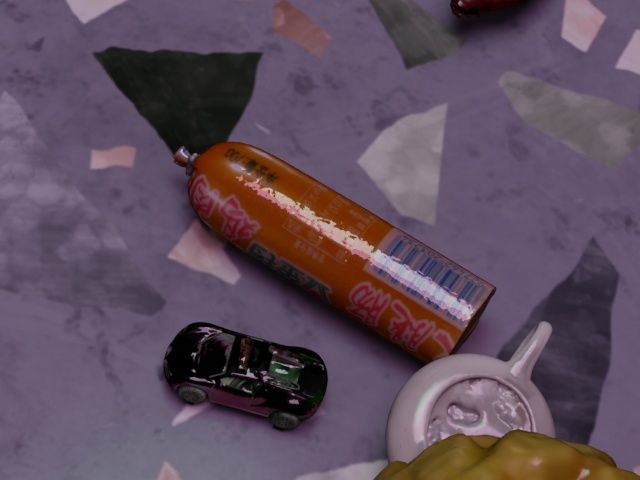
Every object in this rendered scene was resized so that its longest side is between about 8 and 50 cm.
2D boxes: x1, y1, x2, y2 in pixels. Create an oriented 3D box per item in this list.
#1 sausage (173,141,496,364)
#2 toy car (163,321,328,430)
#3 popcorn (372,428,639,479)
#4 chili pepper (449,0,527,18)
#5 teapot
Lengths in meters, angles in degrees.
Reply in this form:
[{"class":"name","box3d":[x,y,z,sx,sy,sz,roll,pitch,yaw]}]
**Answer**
[{"class":"sausage","box3d":[0.000,0.000,1.570,0.312,0.093,0.093,31,60,10]},{"class":"toy car","box3d":[-0.064,0.111,1.517,0.142,0.055,0.069,15,56,-1]},{"class":"popcorn","box3d":[0.142,0.338,1.239,0.344,0.354,0.390,16,102,1]},{"class":"chili pepper","box3d":[0.238,-0.351,1.801,0.110,0.110,0.387,30,63,9]},{"class":"teapot","box3d":[0.130,0.160,1.487,0.145,0.092,0.226,34,68,-2]}]
